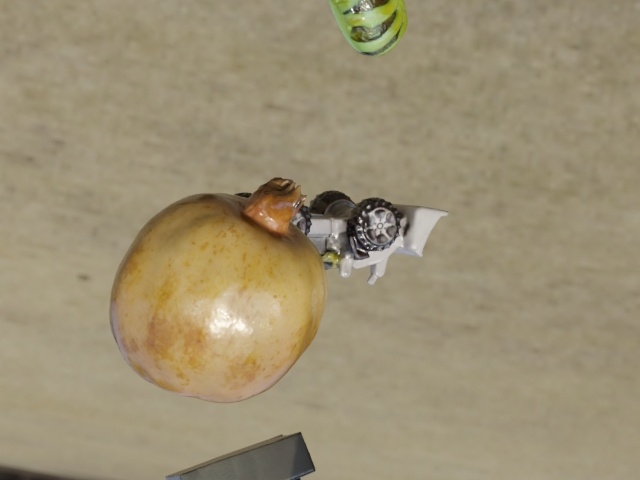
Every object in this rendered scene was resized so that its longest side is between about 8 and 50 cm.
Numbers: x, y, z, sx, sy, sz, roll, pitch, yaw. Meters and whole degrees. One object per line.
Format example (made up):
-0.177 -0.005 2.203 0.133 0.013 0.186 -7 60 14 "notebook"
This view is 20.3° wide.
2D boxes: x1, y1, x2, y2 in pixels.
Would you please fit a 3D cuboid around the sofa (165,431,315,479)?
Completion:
-0.085 0.258 1.927 0.147 0.060 0.085 -18 178 -19 "sofa"

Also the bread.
0.045 -0.259 1.843 0.071 0.139 0.130 -19 170 12 "bread"

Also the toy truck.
0.000 0.000 2.004 0.285 0.111 0.136 -2 -175 -28 "toy truck"

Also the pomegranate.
-0.095 0.050 1.659 0.207 0.207 0.207 10 173 1 "pomegranate"
